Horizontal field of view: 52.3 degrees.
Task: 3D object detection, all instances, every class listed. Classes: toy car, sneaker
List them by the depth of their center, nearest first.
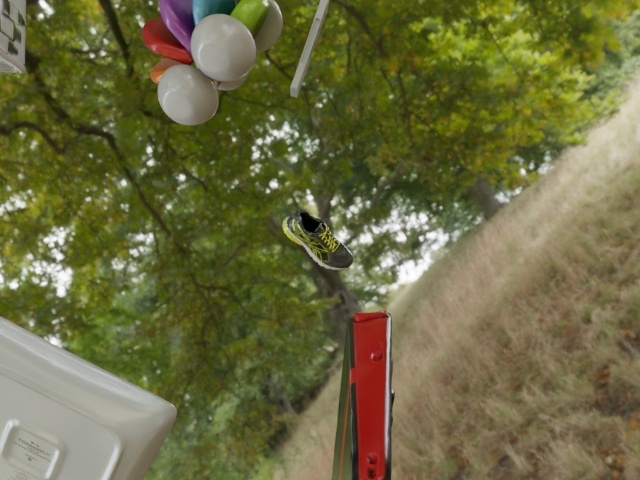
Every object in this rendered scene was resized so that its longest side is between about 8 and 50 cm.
[{"bbox_3d":[0.000,0.000,0.662,0.031,0.083,0.035,-62,10,-31],"label":"sneaker"},{"bbox_3d":[-0.142,-0.242,0.786,0.182,0.136,0.159,-40,15,37],"label":"toy car"}]

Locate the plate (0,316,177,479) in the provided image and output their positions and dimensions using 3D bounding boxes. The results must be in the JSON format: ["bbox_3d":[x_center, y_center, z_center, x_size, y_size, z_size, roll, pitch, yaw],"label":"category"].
[{"bbox_3d":[-0.352,0.254,0.820,0.278,0.277,0.045,-61,4,25],"label":"plate"}]

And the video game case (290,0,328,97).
[{"bbox_3d":[-0.015,-0.250,0.848,0.087,0.011,0.122,-111,40,-84],"label":"video game case"}]

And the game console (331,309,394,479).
[{"bbox_3d":[0.044,0.304,0.727,0.060,0.387,0.342,4,21,0],"label":"game console"}]

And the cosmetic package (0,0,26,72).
[{"bbox_3d":[-0.378,-0.322,0.743,0.060,0.239,0.099,1,0,-7],"label":"cosmetic package"}]
